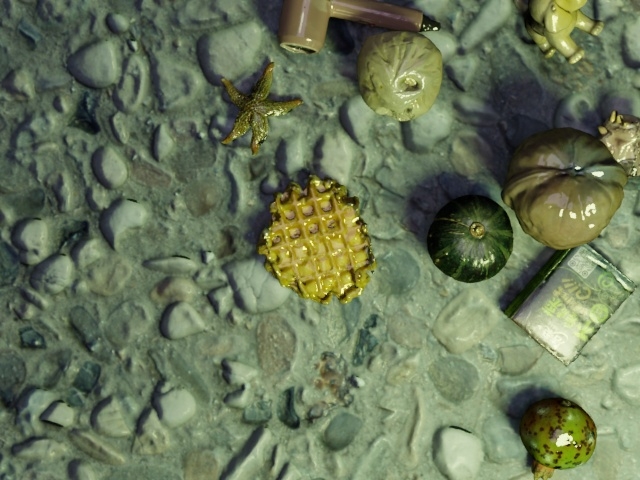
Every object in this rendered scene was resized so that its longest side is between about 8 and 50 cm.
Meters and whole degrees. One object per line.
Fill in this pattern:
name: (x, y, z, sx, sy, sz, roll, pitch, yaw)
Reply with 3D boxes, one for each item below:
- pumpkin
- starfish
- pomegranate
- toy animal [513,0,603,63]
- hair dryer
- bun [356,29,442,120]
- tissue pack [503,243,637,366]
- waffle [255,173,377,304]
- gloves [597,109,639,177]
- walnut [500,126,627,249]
pumpkin: (0.318, -0.004, 1.606, 0.190, 0.146, 0.190, 0, 91, 4)
starfish: (-0.151, -0.297, 1.665, 0.176, 0.053, 0.208, 35, 88, 10)
pomegranate: (0.500, 0.429, 1.626, 0.159, 0.159, 0.205, 12, 119, 2)
toy animal: (0.480, -0.455, 1.542, 0.169, 0.233, 0.121, 38, 99, -8)
hair dryer: (0.089, -0.476, 1.623, 0.345, 0.107, 0.189, 10, 94, -4)
bun: (0.167, -0.339, 1.588, 0.179, 0.128, 0.193, 1, 111, -9)
tissue pack: (0.537, 0.128, 1.640, 0.173, 0.073, 0.235, 39, 94, 0)
waffle: (0.000, 0.000, 1.662, 0.281, 0.060, 0.262, 29, 94, 1)
gloves: (0.642, -0.205, 1.611, 0.110, 0.094, 0.144, 19, 117, 25)
walnut: (0.491, -0.106, 1.554, 0.249, 0.248, 0.248, 0, 93, 2)
